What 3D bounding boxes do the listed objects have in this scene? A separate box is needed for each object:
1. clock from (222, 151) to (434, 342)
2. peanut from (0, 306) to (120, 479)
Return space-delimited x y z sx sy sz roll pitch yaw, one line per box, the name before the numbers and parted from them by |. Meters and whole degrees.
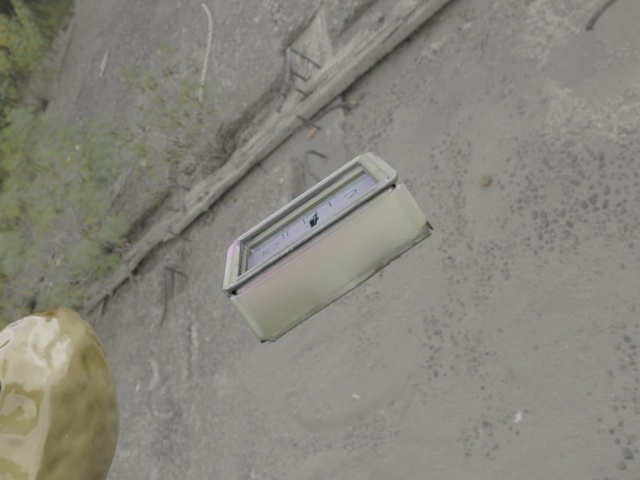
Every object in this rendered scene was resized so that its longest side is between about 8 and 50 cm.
clock | 0.000 0.000 0.601 0.192 0.071 0.147 -34 17 5
peanut | -0.203 0.175 0.379 0.111 0.125 0.275 6 72 11
